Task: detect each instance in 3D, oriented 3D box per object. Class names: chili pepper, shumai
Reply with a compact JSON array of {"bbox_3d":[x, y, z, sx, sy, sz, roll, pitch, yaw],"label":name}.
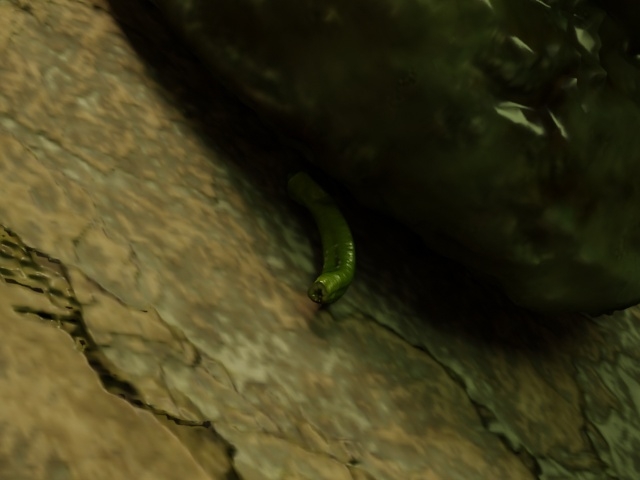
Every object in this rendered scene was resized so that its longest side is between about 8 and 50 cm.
[{"bbox_3d":[-0.001,0.001,0.684,0.030,0.017,0.083,17,34,-27],"label":"chili pepper"},{"bbox_3d":[0.100,-0.195,0.772,0.324,0.323,0.397,10,42,-45],"label":"shumai"}]
